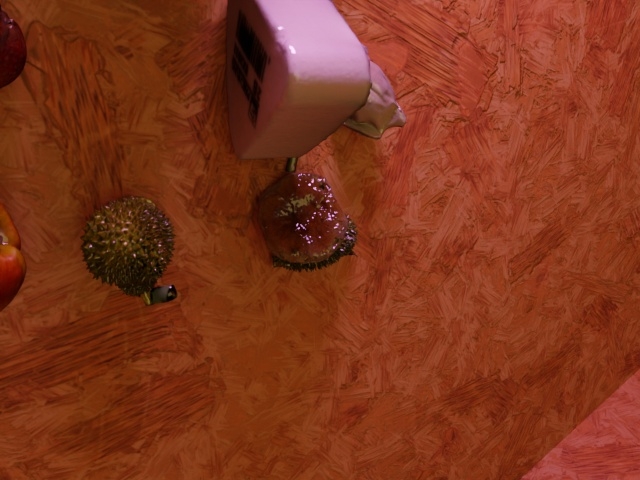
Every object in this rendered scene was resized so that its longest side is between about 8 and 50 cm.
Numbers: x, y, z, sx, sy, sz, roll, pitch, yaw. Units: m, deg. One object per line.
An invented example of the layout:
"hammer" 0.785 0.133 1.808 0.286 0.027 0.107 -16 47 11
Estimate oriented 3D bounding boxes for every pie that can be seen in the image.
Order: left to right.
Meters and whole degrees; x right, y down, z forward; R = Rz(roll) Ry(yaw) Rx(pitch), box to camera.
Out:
"pie" -0.041 -0.044 1.080 0.195 0.046 0.195 1 77 -6

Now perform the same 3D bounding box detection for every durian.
"durian" -0.333 0.011 0.923 0.146 0.159 0.198 -3 141 -1
"durian" 0.005 -0.001 1.155 0.221 0.095 0.137 -10 112 -34

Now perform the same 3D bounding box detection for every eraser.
"eraser" -0.049 -0.285 0.888 0.150 0.331 0.331 -8 111 -29

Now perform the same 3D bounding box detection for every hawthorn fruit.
"hawthorn fruit" -0.519 -0.261 0.717 0.204 0.162 0.162 -33 122 -5

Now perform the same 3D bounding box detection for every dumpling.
"dumpling" 0.087 -0.294 1.090 0.136 0.118 0.199 -43 97 6

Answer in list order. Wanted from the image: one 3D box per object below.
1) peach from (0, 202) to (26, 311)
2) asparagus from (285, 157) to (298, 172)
"peach" -0.573 0.028 0.735 0.281 0.238 0.281 -13 152 -7
"asparagus" -0.028 -0.259 1.082 0.025 0.024 0.248 -15 124 -74
